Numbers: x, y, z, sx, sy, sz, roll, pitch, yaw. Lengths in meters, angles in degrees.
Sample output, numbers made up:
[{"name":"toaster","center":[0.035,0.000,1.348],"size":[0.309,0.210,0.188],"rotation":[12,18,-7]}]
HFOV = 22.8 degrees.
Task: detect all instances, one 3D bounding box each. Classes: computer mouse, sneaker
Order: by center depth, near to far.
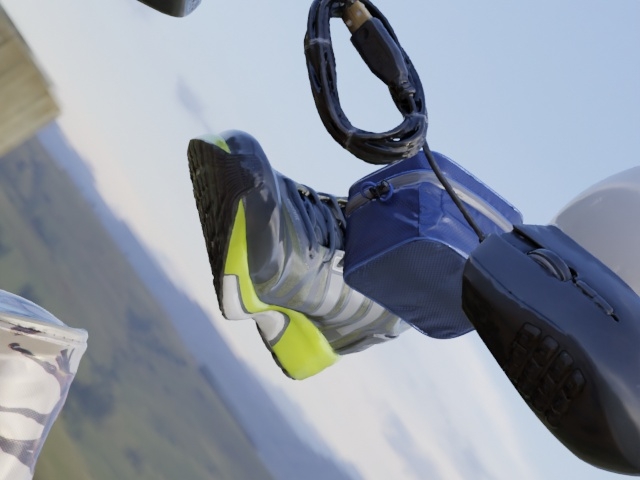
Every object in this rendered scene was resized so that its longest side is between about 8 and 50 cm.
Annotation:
[{"name":"computer mouse","center":[0.068,-0.013,0.622],"size":[0.242,0.071,0.041],"rotation":[54,-34,18]},{"name":"sneaker","center":[0.000,0.000,0.993],"size":[0.300,0.121,0.111],"rotation":[52,22,-69]}]

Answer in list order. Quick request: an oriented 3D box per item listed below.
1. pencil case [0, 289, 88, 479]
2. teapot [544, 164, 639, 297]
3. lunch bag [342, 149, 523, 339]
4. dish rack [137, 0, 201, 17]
[{"name":"pencil case","center":[-0.332,0.221,1.186],"size":[0.183,0.410,0.160],"rotation":[24,-4,-19]},{"name":"teapot","center":[0.289,0.066,1.259],"size":[0.252,0.256,0.187],"rotation":[56,22,-50]},{"name":"lunch bag","center":[0.056,-0.002,0.811],"size":[0.098,0.067,0.065],"rotation":[35,45,-36]},{"name":"dish rack","center":[-0.023,-0.266,0.925],"size":[0.074,0.271,0.208],"rotation":[35,-28,6]}]
